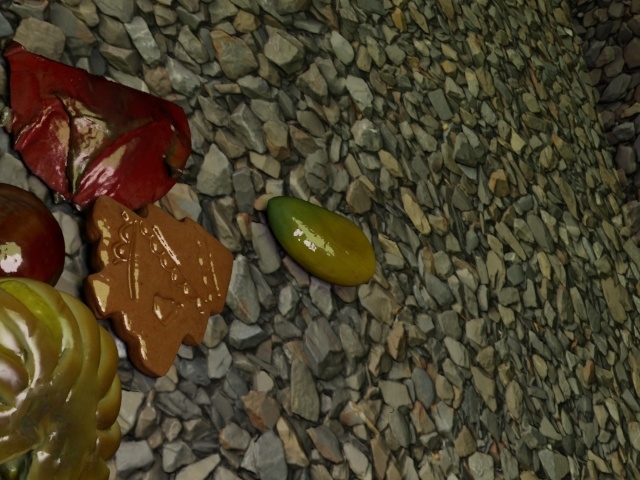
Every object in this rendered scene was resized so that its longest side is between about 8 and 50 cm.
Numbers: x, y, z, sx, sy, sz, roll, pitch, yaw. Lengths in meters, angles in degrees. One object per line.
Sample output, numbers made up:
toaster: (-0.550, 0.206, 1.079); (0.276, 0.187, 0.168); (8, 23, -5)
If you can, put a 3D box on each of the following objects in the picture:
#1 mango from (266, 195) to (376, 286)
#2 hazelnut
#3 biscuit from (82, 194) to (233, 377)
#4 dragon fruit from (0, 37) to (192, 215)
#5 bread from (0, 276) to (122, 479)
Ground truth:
mango: (0.002, 0.006, 1.683); (0.238, 0.091, 0.137); (22, 46, -29)
hazelnut: (-0.415, 0.026, 1.180); (0.161, 0.170, 0.201); (22, 30, -11)
biscuit: (-0.235, 0.051, 1.419); (0.306, 0.043, 0.283); (-19, 87, -53)
dragon fruit: (-0.329, -0.167, 1.443); (0.344, 0.100, 0.282); (17, 59, -39)
bread: (-0.346, 0.201, 1.047); (0.333, 0.160, 0.332); (-11, 104, -48)
